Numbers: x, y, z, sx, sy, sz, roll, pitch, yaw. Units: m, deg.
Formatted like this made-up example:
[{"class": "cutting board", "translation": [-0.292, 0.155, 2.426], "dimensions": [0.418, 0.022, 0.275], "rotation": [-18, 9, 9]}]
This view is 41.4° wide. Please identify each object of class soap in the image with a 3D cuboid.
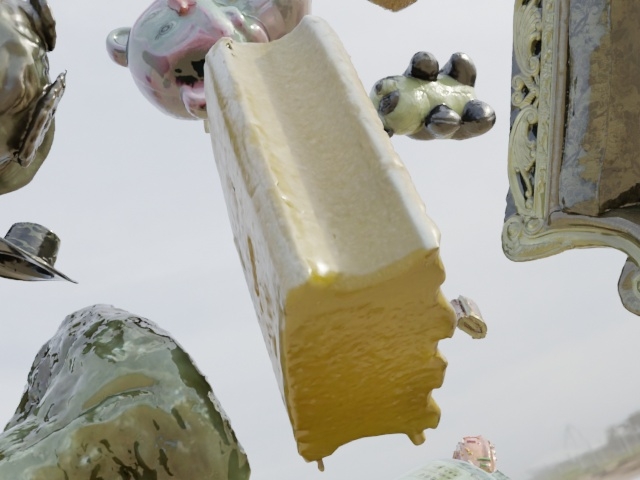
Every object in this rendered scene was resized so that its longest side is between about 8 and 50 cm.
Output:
[{"class": "soap", "translation": [0.000, 0.000, 0.810], "dimensions": [0.156, 0.335, 0.293], "rotation": [-15, -38, -7]}]

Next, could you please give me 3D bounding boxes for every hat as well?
[{"class": "hat", "translation": [-0.301, 0.010, 0.866], "dimensions": [0.121, 0.050, 0.121], "rotation": [13, -23, 6]}]

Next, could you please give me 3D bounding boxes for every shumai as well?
[{"class": "shumai", "translation": [-0.290, 0.273, 0.929], "dimensions": [0.323, 0.324, 0.397], "rotation": [-28, 14, -39]}]

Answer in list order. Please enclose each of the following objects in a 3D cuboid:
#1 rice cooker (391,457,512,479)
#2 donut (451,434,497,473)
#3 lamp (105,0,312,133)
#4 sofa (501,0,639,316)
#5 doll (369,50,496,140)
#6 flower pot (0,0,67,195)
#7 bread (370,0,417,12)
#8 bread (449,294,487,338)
[{"class": "rice cooker", "translation": [0.092, 0.386, 0.884], "dimensions": [0.316, 0.316, 0.264], "rotation": [-14, -59, -22]}, {"class": "donut", "translation": [0.268, 0.404, 1.511], "dimensions": [0.065, 0.117, 0.166], "rotation": [10, -45, 0]}, {"class": "lamp", "translation": [-0.169, -0.306, 1.363], "dimensions": [0.301, 0.247, 0.247], "rotation": [-41, -26, -30]}, {"class": "sofa", "translation": [0.242, -0.091, 0.514], "dimensions": [0.200, 0.258, 0.182], "rotation": [-7, 15, -30]}, {"class": "doll", "translation": [0.181, -0.226, 1.408], "dimensions": [0.234, 0.143, 0.135], "rotation": [-8, -15, -43]}, {"class": "flower pot", "translation": [-0.472, -0.203, 1.101], "dimensions": [0.302, 0.302, 0.213], "rotation": [-18, -17, -13]}, {"class": "bread", "translation": [0.096, -0.621, 1.692], "dimensions": [0.250, 0.225, 0.279], "rotation": [-9, -60, -57]}, {"class": "bread", "translation": [0.203, 0.104, 1.162], "dimensions": [0.036, 0.047, 0.083], "rotation": [-61, 8, 14]}]
